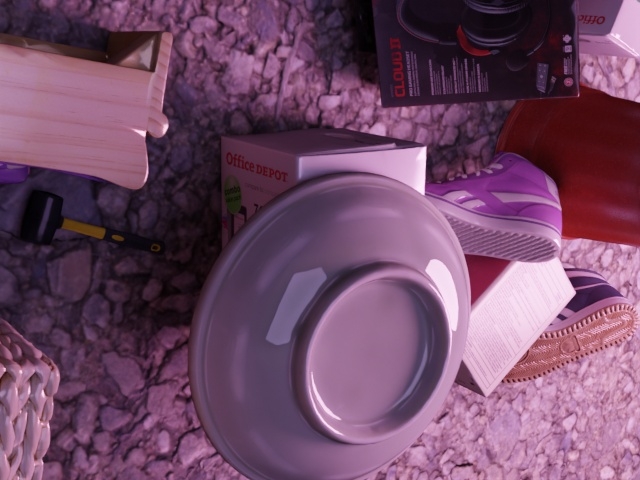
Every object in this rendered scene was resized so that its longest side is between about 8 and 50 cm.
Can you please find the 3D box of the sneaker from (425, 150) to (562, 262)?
[{"bbox_3d":[0.215,-0.067,1.473,0.282,0.102,0.161,13,57,-4],"label":"sneaker"}]

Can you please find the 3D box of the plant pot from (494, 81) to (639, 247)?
[{"bbox_3d":[0.457,-0.107,1.544,0.272,0.265,0.273,-9,107,-33],"label":"plant pot"}]

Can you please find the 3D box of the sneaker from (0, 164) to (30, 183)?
[{"bbox_3d":[-0.428,-0.058,1.055,0.236,0.095,0.105,-7,112,-28],"label":"sneaker"}]

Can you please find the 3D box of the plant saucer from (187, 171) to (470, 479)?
[{"bbox_3d":[0.044,0.123,1.174,0.400,0.100,0.401,-9,107,-32],"label":"plant saucer"}]

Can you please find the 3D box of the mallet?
[{"bbox_3d":[-0.273,-0.001,1.208,0.189,0.039,0.062,26,85,-40],"label":"mallet"}]

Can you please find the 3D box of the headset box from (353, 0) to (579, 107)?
[{"bbox_3d":[0.191,-0.297,1.324,0.110,0.293,0.218,-56,143,-64],"label":"headset box"}]

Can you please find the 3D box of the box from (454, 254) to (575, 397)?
[{"bbox_3d":[0.256,0.097,1.542,0.232,0.126,0.149,-45,123,-17],"label":"box"}]

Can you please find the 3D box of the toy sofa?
[{"bbox_3d":[-0.348,-0.163,1.038,0.362,0.150,0.177,5,96,-36],"label":"toy sofa"}]

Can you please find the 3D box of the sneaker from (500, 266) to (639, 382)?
[{"bbox_3d":[0.369,0.136,1.663,0.282,0.153,0.099,-18,118,3],"label":"sneaker"}]

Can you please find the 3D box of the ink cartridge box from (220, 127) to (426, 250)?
[{"bbox_3d":[0.000,0.000,1.295,0.197,0.198,0.270,-8,106,-32],"label":"ink cartridge box"}]

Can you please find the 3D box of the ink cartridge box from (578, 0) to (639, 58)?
[{"bbox_3d":[0.442,-0.396,1.524,0.092,0.160,0.219,22,90,-36],"label":"ink cartridge box"}]

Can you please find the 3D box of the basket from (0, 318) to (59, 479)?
[{"bbox_3d":[-0.445,0.212,0.961,0.266,0.331,0.329,4,100,-38],"label":"basket"}]
